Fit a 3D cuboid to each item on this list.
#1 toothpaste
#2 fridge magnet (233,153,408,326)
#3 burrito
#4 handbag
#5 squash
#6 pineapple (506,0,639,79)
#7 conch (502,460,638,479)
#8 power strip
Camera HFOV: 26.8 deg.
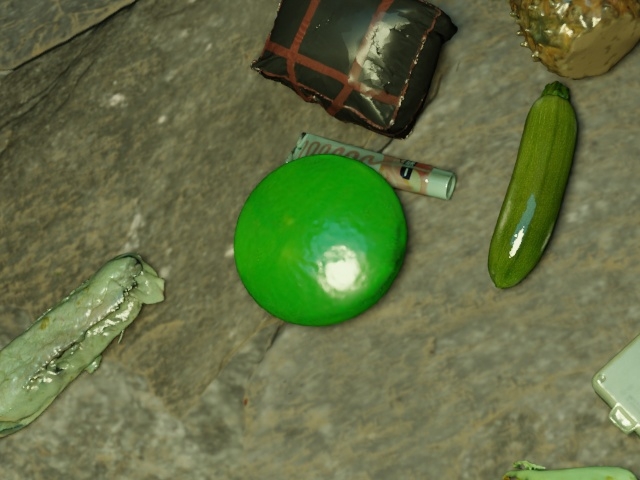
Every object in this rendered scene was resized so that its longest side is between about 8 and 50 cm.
[{"bbox_3d":[0.060,-0.088,1.608,0.205,0.036,0.056,15,52,21],"label":"toothpaste"},{"bbox_3d":[0.000,0.000,1.566,0.208,0.088,0.208,-4,72,14],"label":"fridge magnet"},{"bbox_3d":[-0.320,0.132,1.620,0.309,0.066,0.096,-41,63,-1],"label":"burrito"},{"bbox_3d":[0.038,-0.229,1.596,0.215,0.155,0.169,28,95,20],"label":"handbag"},{"bbox_3d":[0.247,-0.066,1.535,0.069,0.069,0.258,13,77,18],"label":"squash"},{"bbox_3d":[0.255,-0.331,1.589,0.170,0.141,0.310,-41,57,26],"label":"pineapple"},{"bbox_3d":[0.270,0.287,1.418,0.170,0.079,0.105,3,67,31],"label":"conch"},{"bbox_3d":[0.418,0.112,1.445,0.270,0.046,0.118,-42,65,0],"label":"power strip"}]
